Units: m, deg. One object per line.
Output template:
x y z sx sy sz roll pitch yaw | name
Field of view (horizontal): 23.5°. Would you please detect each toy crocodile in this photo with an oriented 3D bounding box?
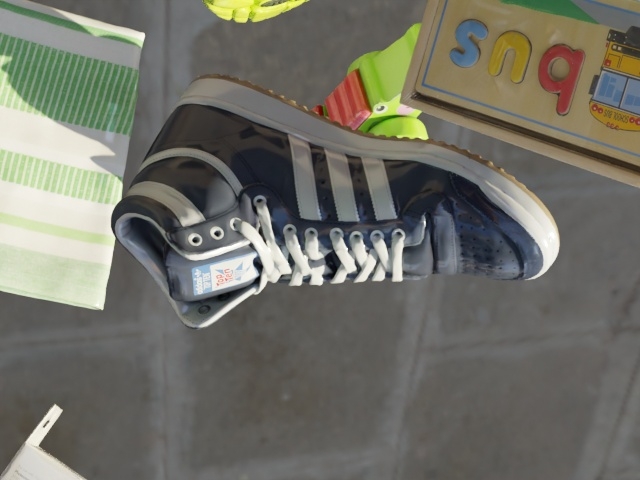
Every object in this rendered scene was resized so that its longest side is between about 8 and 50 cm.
0.022 -0.111 1.650 0.105 0.115 0.340 5 150 -32 | toy crocodile

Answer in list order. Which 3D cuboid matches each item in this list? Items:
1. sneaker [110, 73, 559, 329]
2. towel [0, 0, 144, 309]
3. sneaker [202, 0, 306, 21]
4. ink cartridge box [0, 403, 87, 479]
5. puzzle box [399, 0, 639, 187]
0.000 0.000 0.989 0.282 0.153 0.099 21 144 19 | sneaker
-0.331 -0.105 1.698 0.247 0.325 0.038 13 168 -22 | towel
-0.018 -0.302 1.468 0.295 0.123 0.109 -36 180 -36 | sneaker
-0.254 0.233 1.311 0.061 0.181 0.104 34 169 0 | ink cartridge box
0.267 -0.171 1.153 0.052 0.409 0.272 -1 109 -55 | puzzle box
